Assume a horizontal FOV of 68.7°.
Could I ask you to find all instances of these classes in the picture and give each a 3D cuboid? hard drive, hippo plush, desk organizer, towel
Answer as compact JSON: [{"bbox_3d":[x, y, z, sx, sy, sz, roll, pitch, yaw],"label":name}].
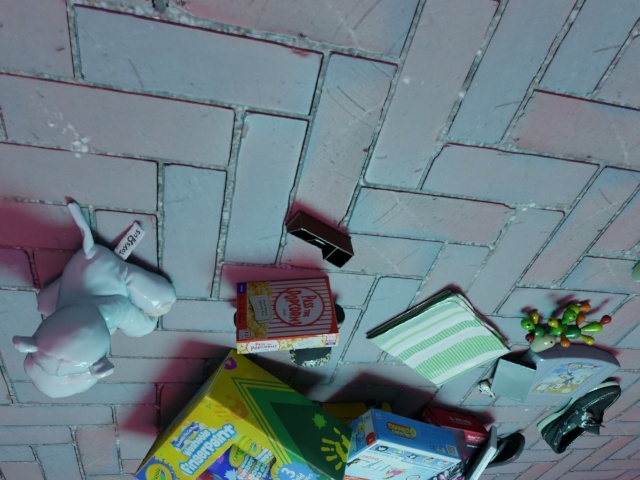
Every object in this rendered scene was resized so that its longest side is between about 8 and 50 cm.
[{"bbox_3d":[0.530,0.382,1.293,0.094,0.022,0.135,15,126,21],"label":"hard drive"},{"bbox_3d":[-0.380,0.145,0.818,0.235,0.236,0.294,21,126,-26],"label":"hippo plush"},{"bbox_3d":[0.000,0.000,0.874,0.130,0.050,0.047,27,123,-30],"label":"desk organizer"},{"bbox_3d":[0.307,0.256,1.174,0.248,0.038,0.325,-34,129,22],"label":"towel"}]

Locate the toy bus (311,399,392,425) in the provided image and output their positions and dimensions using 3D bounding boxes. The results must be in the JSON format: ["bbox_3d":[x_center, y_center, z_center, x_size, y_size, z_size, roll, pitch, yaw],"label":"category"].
[{"bbox_3d":[0.039,0.539,1.343,0.333,0.108,0.130,3,132,-12],"label":"toy bus"}]

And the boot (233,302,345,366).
[{"bbox_3d":[-0.072,0.216,1.042,0.237,0.085,0.178,-1,135,-9],"label":"boot"}]

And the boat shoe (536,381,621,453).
[{"bbox_3d":[0.849,0.582,1.513,0.127,0.113,0.340,18,127,-23],"label":"boat shoe"}]

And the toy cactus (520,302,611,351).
[{"bbox_3d":[0.590,0.233,1.167,0.219,0.112,0.180,-5,144,-16],"label":"toy cactus"}]

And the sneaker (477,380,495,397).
[{"bbox_3d":[0.489,0.440,1.384,0.037,0.031,0.083,-20,128,26],"label":"sneaker"}]

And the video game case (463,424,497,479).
[{"bbox_3d":[0.502,0.684,1.473,0.173,0.022,0.190,-62,161,8],"label":"video game case"}]

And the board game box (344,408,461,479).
[{"bbox_3d":[0.163,0.596,1.281,0.308,0.086,0.302,26,124,-28],"label":"board game box"}]

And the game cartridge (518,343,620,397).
[{"bbox_3d":[0.690,0.373,1.336,0.298,0.062,0.198,9,135,-17],"label":"game cartridge"}]

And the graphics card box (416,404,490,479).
[{"bbox_3d":[0.341,0.707,1.464,0.233,0.094,0.370,23,102,-30],"label":"graphics card box"}]

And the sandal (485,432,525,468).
[{"bbox_3d":[0.601,0.748,1.649,0.255,0.097,0.054,-38,101,23],"label":"sandal"}]

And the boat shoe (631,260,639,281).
[{"bbox_3d":[0.754,0.046,1.042,0.042,0.048,0.133,18,123,-14],"label":"boat shoe"}]

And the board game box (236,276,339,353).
[{"bbox_3d":[-0.069,0.146,0.934,0.194,0.146,0.045,-3,133,-7],"label":"board game box"}]

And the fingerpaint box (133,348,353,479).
[{"bbox_3d":[-0.203,0.540,1.181,0.371,0.163,0.444,37,121,-7],"label":"fingerpaint box"}]
